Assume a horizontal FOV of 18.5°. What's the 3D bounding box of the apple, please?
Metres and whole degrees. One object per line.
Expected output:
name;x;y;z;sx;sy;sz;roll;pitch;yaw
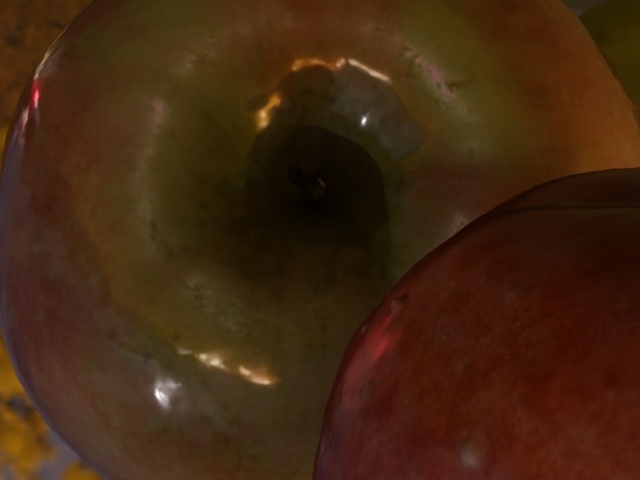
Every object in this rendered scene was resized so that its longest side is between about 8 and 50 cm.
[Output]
apple;0.000;0.000;0.944;0.319;0.319;0.277;15;161;-1

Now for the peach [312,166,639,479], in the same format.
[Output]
peach;0.094;0.084;0.666;0.232;0.232;0.232;15;-176;-1

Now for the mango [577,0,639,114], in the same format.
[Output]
mango;0.209;-0.091;1.161;0.163;0.117;0.089;-11;171;14
